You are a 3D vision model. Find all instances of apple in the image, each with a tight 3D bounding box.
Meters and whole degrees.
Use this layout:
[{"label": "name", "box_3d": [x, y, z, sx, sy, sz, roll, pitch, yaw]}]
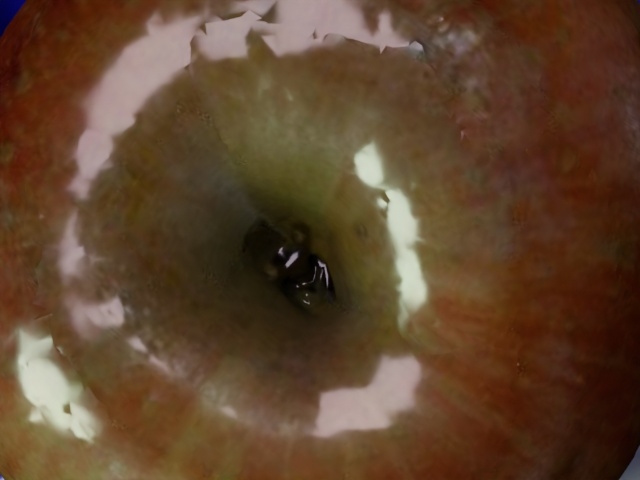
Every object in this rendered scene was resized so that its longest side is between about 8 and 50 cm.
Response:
[{"label": "apple", "box_3d": [0.000, 0.000, 0.762, 0.301, 0.301, 0.301, -10, 69, 27]}]
